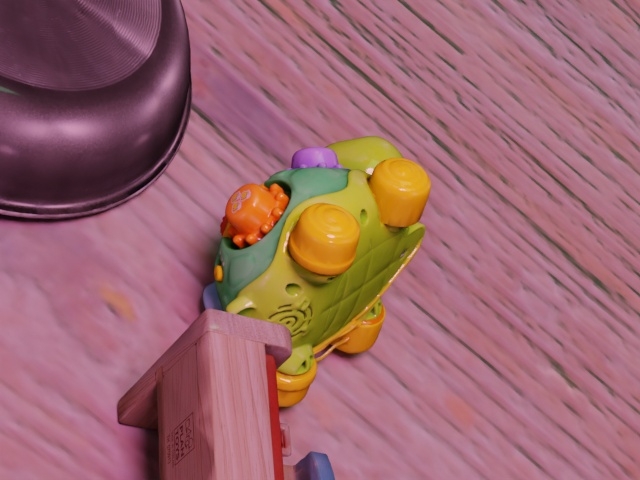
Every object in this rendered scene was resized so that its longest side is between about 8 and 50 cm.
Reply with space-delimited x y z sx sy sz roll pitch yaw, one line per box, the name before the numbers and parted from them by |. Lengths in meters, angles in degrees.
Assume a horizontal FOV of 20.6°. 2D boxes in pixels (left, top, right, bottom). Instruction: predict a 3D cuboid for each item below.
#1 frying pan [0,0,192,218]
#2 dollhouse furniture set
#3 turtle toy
frying pan | -0.180 -0.141 0.706 0.326 0.053 0.197 41 42 -8
dollhouse furniture set | 0.019 0.118 0.598 0.129 0.129 0.184 14 52 -28
turtle toy | 0.000 0.000 0.709 0.066 0.095 0.130 34 40 20
